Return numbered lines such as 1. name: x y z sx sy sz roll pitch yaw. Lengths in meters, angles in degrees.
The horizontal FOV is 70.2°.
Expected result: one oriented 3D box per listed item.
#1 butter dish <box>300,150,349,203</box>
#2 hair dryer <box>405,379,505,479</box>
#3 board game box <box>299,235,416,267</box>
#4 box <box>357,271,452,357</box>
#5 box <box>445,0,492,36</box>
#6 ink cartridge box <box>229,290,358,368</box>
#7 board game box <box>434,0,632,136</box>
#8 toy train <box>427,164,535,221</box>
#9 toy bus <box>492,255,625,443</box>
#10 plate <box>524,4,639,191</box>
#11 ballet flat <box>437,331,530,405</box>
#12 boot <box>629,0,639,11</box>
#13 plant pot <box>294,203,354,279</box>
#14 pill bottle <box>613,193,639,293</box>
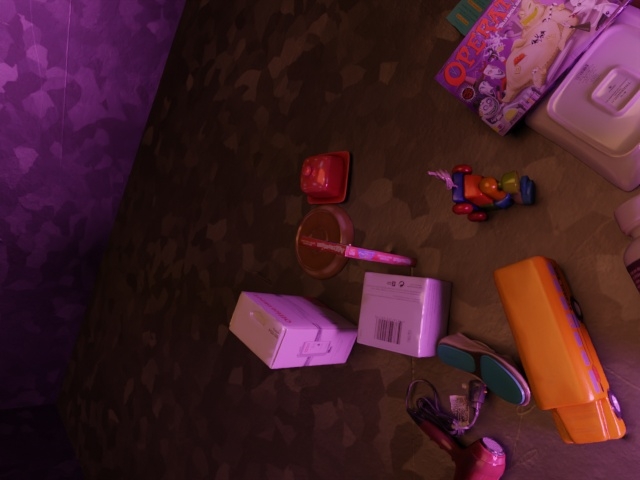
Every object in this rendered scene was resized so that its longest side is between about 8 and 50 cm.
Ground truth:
1. butter dish: -0.006 -0.197 1.365 0.160 0.118 0.160 2 83 44
2. hair dryer: 0.299 0.455 1.002 0.224 0.080 0.293 -29 56 51
3. board game box: 0.098 0.030 1.110 0.145 0.281 0.027 10 89 44
4. box: 0.201 0.174 1.098 0.181 0.119 0.181 3 83 43
5. box: 0.425 -0.594 1.079 0.244 0.060 0.100 -47 54 27
6. ink cartridge box: -0.070 0.236 1.225 0.207 0.283 0.117 29 102 43
7. board game box: 0.421 -0.411 0.924 0.208 0.056 0.346 48 127 15
8. toy train: 0.341 -0.113 0.940 0.144 0.248 0.105 -5 78 38
9. toy bus: 0.443 0.203 0.858 0.108 0.130 0.332 -28 64 37
10. plate: 0.571 -0.282 0.871 0.278 0.045 0.277 54 125 35
11. ballet flat: 0.349 0.253 0.944 0.248 0.086 0.086 24 99 61
12. boot: 0.601 -0.513 0.865 0.112 0.115 0.305 -44 57 25
13. plant pot: 0.000 0.000 1.380 0.236 0.032 0.236 -11 74 41
14. pill bottle: 0.598 0.061 0.715 0.169 0.169 0.301 -32 62 34
